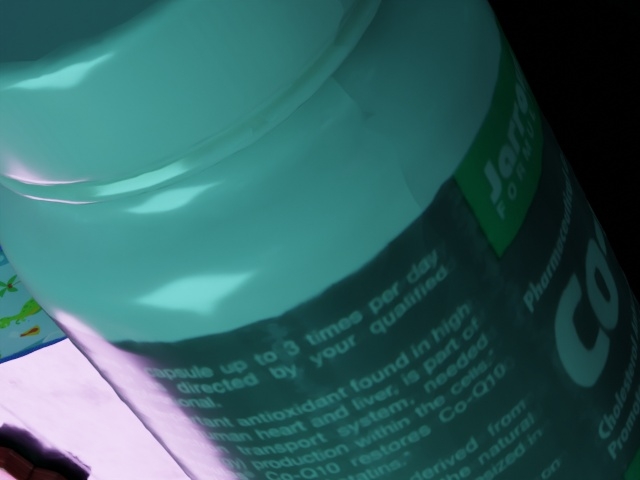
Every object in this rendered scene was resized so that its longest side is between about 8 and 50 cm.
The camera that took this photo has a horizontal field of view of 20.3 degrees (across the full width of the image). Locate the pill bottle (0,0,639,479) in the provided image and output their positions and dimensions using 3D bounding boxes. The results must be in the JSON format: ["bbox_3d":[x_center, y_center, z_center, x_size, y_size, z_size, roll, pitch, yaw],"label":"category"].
[{"bbox_3d":[0.000,0.000,0.712,0.204,0.204,0.361,4,143,35],"label":"pill bottle"}]

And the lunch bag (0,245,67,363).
[{"bbox_3d":[-0.193,0.010,0.996,0.151,0.096,0.129,-5,148,-4],"label":"lunch bag"}]

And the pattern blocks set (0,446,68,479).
[{"bbox_3d":[-0.148,0.287,1.454,0.325,0.026,0.285,29,150,-4],"label":"pattern blocks set"}]
